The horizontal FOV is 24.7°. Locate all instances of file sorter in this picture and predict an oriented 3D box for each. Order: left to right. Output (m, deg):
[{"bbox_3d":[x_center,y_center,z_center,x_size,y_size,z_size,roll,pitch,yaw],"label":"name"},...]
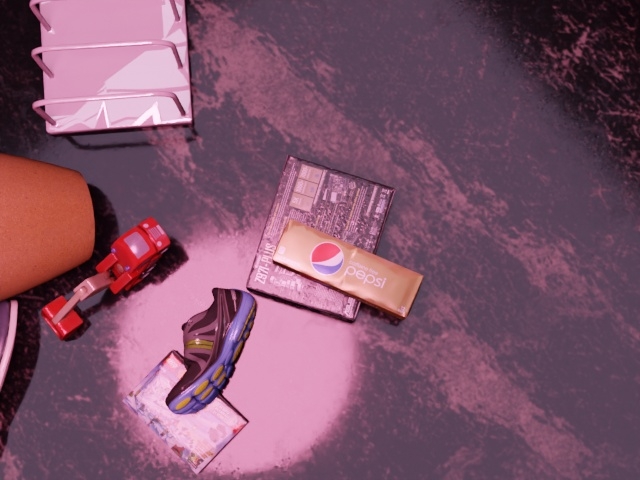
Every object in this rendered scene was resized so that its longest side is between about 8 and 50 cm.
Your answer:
[{"bbox_3d":[-0.274,-0.293,1.869,0.193,0.173,0.277,-4,84,0],"label":"file sorter"}]

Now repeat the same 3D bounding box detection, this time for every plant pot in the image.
[{"bbox_3d":[-0.419,-0.018,1.820,0.254,0.237,0.237,-7,84,-24],"label":"plant pot"}]

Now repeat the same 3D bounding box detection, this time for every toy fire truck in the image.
[{"bbox_3d":[-0.273,0.049,1.852,0.135,0.192,0.047,-36,85,-31],"label":"toy fire truck"}]

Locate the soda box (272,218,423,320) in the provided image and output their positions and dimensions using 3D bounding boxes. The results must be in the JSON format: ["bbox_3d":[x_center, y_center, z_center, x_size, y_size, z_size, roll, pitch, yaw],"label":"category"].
[{"bbox_3d":[0.033,0.036,1.807,0.181,0.061,0.058,23,84,2],"label":"soda box"}]

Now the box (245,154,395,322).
[{"bbox_3d":[0.000,0.000,1.882,0.147,0.077,0.180,17,85,1],"label":"box"}]

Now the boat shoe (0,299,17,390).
[{"bbox_3d":[-0.448,0.192,1.864,0.079,0.095,0.254,17,94,-9],"label":"boat shoe"}]

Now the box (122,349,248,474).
[{"bbox_3d":[-0.174,0.220,1.887,0.137,0.027,0.094,44,86,5],"label":"box"}]

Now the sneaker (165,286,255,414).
[{"bbox_3d":[-0.149,0.141,1.867,0.078,0.067,0.188,19,63,16],"label":"sneaker"}]
